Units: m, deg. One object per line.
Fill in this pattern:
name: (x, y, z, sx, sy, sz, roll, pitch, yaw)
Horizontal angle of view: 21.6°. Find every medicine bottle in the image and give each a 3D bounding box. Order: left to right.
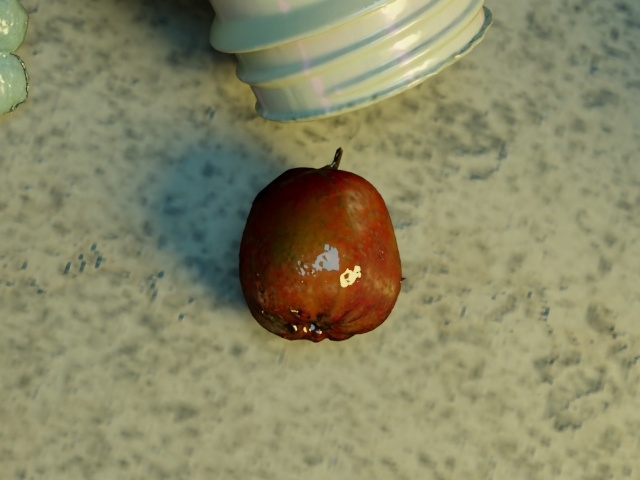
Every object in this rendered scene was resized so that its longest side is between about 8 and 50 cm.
medicine bottle: (-0.039, -0.210, 0.654, 0.179, 0.124, 0.324, -21, 110, 12)

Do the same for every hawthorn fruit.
hawthorn fruit: (-0.002, 0.006, 0.705, 0.077, 0.077, 0.077, 2, 78, -10)

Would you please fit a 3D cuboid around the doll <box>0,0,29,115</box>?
doll: (-0.214, -0.081, 0.688, 0.179, 0.075, 0.120, -8, 111, -32)
